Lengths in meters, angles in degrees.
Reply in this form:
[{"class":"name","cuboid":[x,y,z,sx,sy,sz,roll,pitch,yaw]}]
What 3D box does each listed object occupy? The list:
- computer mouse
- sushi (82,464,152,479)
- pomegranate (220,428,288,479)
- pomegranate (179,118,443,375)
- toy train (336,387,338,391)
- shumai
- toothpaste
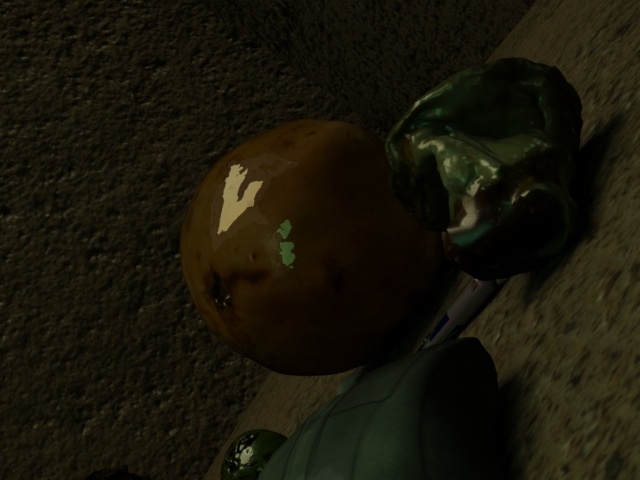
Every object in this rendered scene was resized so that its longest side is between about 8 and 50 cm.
[{"class":"computer mouse","cuboid":[0.034,0.170,0.643,0.188,0.122,0.371,-36,10,21]},{"class":"sushi","cuboid":[-0.300,0.497,1.230,0.281,0.299,0.294,-33,5,1]},{"class":"pomegranate","cuboid":[-0.073,0.331,1.298,0.161,0.122,0.122,19,-70,-53]},{"class":"pomegranate","cuboid":[0.000,0.000,1.336,0.410,0.410,0.410,-55,2,3]},{"class":"toy train","cuboid":[0.010,0.254,1.060,0.202,0.060,0.081,-57,8,-8]},{"class":"shumai","cuboid":[0.199,-0.047,0.938,0.271,0.204,0.222,-4,-38,-46]},{"class":"toothpaste","cuboid":[0.148,0.086,1.006,0.045,0.028,0.170,-40,-14,-52]}]
